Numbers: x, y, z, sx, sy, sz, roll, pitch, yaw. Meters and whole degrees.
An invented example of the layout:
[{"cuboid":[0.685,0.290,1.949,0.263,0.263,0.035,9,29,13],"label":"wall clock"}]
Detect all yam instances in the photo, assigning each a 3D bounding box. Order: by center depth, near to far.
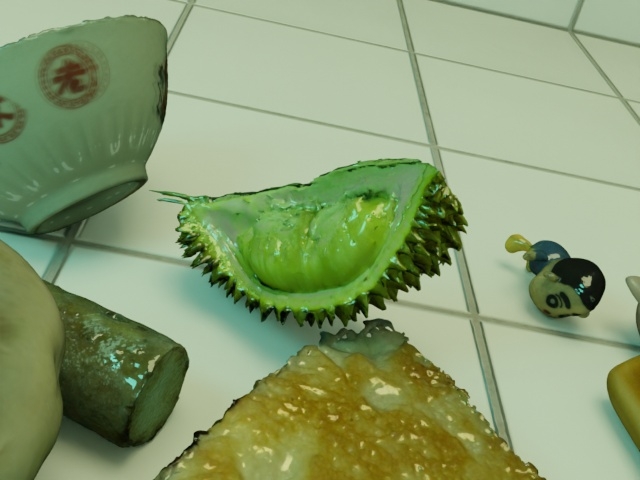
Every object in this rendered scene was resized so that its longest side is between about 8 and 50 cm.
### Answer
[{"cuboid":[-0.223,0.102,0.765,0.194,0.107,0.107,23,32,16],"label":"yam"}]

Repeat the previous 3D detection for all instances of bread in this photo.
[{"cuboid":[0.372,0.213,0.859,0.093,0.074,0.239,-20,33,7],"label":"bread"}]

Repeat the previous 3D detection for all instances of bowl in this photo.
[{"cuboid":[-0.296,-0.107,0.973,0.337,0.337,0.157,-27,91,-48],"label":"bowl"}]

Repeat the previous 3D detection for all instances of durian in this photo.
[{"cuboid":[0.000,0.000,0.901,0.352,0.169,0.158,-5,10,35],"label":"durian"}]

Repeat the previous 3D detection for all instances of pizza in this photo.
[{"cuboid":[0.022,0.239,0.672,0.392,0.080,0.435,-9,36,-34],"label":"pizza"}]

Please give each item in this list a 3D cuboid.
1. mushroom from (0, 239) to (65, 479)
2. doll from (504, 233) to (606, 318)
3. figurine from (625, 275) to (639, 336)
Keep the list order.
[{"cuboid":[-0.336,0.054,0.567,0.314,0.336,0.314,-2,45,2],"label":"mushroom"},{"cuboid":[0.300,0.049,1.097,0.102,0.089,0.179,41,0,-23],"label":"doll"},{"cuboid":[0.447,0.102,1.046,0.125,0.125,0.138,4,48,-17],"label":"figurine"}]
